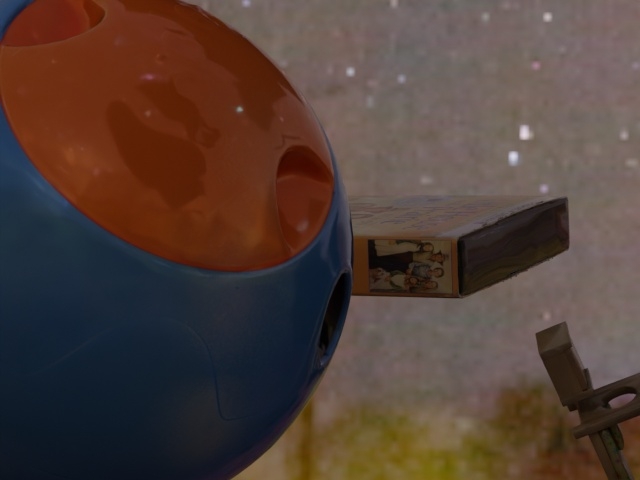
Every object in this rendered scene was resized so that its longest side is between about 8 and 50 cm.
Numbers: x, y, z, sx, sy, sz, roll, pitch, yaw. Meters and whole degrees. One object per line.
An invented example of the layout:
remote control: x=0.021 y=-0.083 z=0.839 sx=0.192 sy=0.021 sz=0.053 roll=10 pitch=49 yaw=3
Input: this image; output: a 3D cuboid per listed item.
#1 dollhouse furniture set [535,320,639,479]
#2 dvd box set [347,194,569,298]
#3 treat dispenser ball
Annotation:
dollhouse furniture set: x=0.263 y=0.166 z=1.413 sx=0.101 sy=0.182 sz=0.161 roll=-23 pitch=20 yaw=11
dvd box set: x=0.000 y=0.000 z=1.703 sx=0.420 sy=0.062 sz=0.308 roll=1 pitch=9 yaw=28
treat dispenser ball: x=-0.126 y=0.006 z=0.909 sx=0.288 sy=0.288 sz=0.288 roll=2 pitch=-10 yaw=0
